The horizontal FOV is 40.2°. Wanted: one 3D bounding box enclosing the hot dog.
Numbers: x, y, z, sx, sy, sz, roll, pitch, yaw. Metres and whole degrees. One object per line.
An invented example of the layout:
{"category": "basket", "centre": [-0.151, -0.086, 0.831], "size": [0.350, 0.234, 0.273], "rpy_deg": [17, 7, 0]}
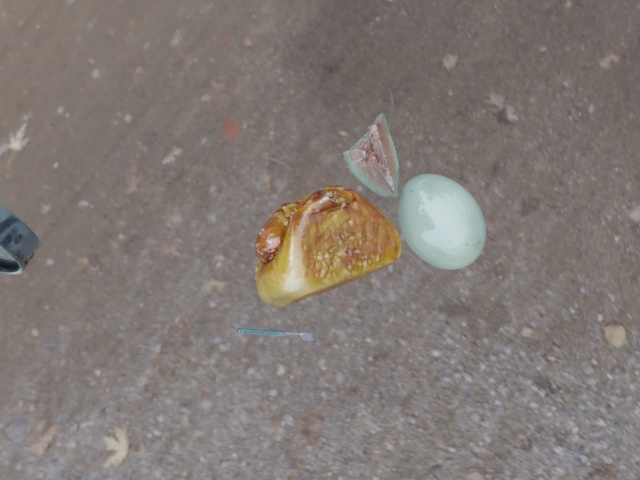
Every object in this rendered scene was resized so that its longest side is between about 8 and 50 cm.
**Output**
{"category": "hot dog", "centre": [0.000, 0.000, 1.366], "size": [0.150, 0.257, 0.153], "rpy_deg": [-31, 80, 48]}

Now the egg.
{"category": "egg", "centre": [0.223, -0.036, 1.621], "size": [0.149, 0.149, 0.192], "rpy_deg": [-32, 90, 12]}

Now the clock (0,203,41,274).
{"category": "clock", "centre": [-0.469, -0.027, 1.104], "size": [0.226, 0.226, 0.049], "rpy_deg": [9, 65, 29]}

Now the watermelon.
{"category": "watermelon", "centre": [0.098, -0.145, 1.597], "size": [0.101, 0.080, 0.155], "rpy_deg": [-25, 88, 11]}

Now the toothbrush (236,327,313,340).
{"category": "toothbrush", "centre": [-0.076, 0.163, 1.514], "size": [0.011, 0.167, 0.014], "rpy_deg": [-48, 50, 32]}
